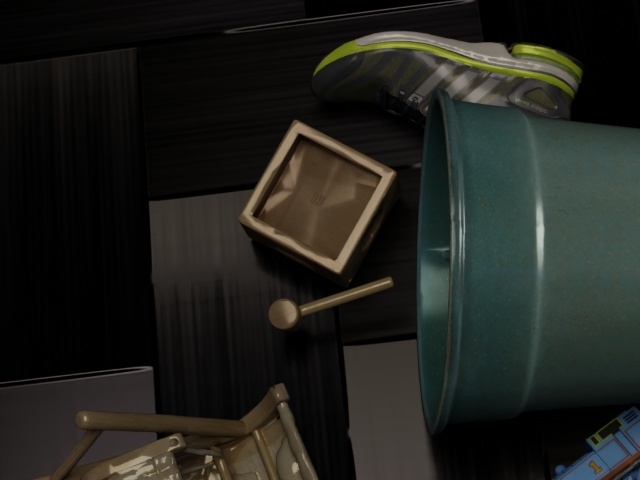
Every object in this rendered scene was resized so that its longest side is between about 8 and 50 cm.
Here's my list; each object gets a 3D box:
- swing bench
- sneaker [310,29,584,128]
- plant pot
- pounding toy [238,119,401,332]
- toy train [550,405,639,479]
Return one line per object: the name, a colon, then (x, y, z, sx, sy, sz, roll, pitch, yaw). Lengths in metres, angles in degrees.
swing bench: (-0.120, 0.299, 1.777, 0.254, 0.165, 0.253, -3, 59, -36)
sneaker: (0.135, -0.154, 1.987, 0.300, 0.111, 0.121, 4, 72, 10)
plant pot: (0.274, 0.025, 1.792, 0.334, 0.341, 0.341, 2, 67, -1)
pounding toy: (0.005, 0.009, 1.944, 0.181, 0.094, 0.206, 28, 82, 11)
toy train: (0.281, 0.255, 1.816, 0.184, 0.080, 0.105, -36, 59, -7)
